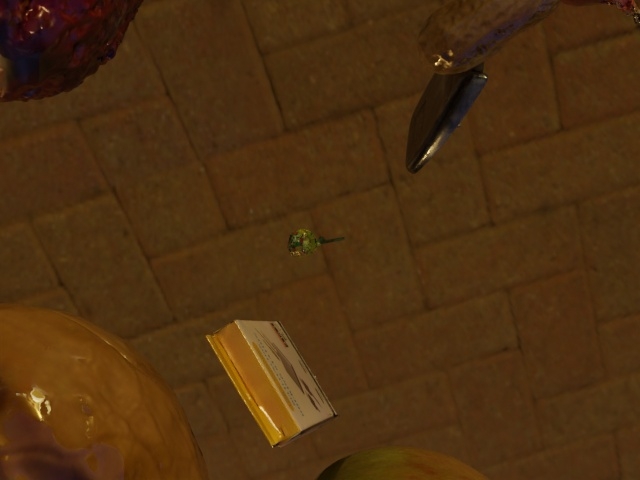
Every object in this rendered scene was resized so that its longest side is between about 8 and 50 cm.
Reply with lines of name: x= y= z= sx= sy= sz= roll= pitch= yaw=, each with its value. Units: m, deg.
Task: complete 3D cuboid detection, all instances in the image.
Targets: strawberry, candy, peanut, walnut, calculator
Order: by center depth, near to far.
walnut: x=-0.107 y=0.110 z=0.589 sx=0.087 sy=0.167 sz=0.211 roll=-29 pitch=106 yaw=-5
strawberry: x=-0.263 y=-0.219 z=0.972 sx=0.274 sy=0.220 sz=0.274 roll=-16 pitch=164 yaw=-5
candy: x=0.000 y=0.000 z=1.480 sx=0.035 sy=0.035 sz=0.123 roll=-15 pitch=176 yaw=34
peanut: x=0.230 y=-0.304 z=1.546 sx=0.226 sy=0.108 sz=0.095 roll=-32 pitch=82 yaw=25
calculator: x=0.200 y=-0.222 z=1.865 sx=0.040 sy=0.177 sz=0.268 roll=19 pitch=139 yaw=-10

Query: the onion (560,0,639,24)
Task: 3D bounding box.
onion: x=0.349 y=-0.307 z=1.341 sx=0.150 sy=0.140 sz=0.150 roll=-27 pitch=165 yaw=-8

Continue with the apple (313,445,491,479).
apple: x=0.061 y=0.287 z=0.889 sx=0.194 sy=0.261 sz=0.261 roll=15 pitch=123 yaw=2

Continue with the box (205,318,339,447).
box: x=-0.043 y=0.141 z=1.167 sx=0.033 sy=0.247 sz=0.129 roll=-32 pitch=82 yaw=5
